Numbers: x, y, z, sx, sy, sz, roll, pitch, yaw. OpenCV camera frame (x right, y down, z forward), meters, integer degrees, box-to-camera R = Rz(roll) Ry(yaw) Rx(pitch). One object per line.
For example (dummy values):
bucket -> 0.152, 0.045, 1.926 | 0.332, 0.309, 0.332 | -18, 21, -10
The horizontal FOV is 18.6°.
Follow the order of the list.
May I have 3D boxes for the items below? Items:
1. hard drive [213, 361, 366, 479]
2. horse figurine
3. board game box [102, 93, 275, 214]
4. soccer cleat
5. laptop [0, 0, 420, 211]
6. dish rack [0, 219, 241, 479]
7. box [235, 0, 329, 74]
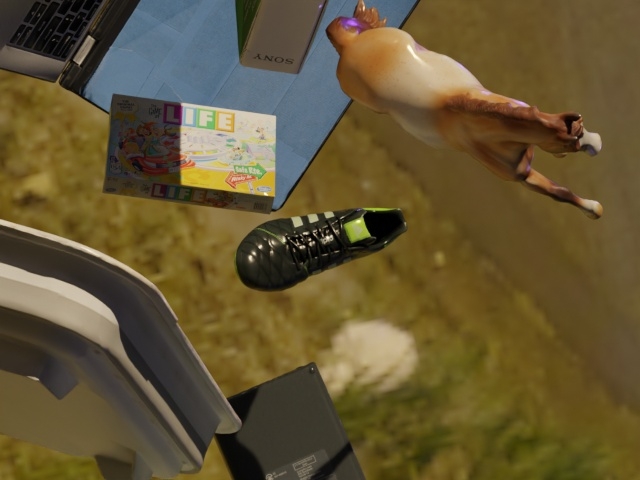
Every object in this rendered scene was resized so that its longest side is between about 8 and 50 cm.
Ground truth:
hard drive -> -0.021, 0.172, 1.502 | 0.022, 0.094, 0.135 | 130, -63, -77
horse figurine -> 0.089, -0.092, 1.320 | 0.066, 0.263, 0.174 | -59, 150, 5
board game box -> -0.119, -0.079, 1.789 | 0.026, 0.154, 0.103 | 107, -14, -48
soccer cleat -> 0.000, 0.000, 1.672 | 0.179, 0.072, 0.060 | -18, 88, -46
laptop -> -0.084, -0.253, 1.801 | 0.236, 0.382, 0.408 | 35, 7, 13
dish rack -> -0.211, 0.066, 1.205 | 0.333, 0.286, 0.072 | 67, 40, -66
box -> -0.018, -0.323, 1.561 | 0.232, 0.058, 0.322 | 113, -19, -44
